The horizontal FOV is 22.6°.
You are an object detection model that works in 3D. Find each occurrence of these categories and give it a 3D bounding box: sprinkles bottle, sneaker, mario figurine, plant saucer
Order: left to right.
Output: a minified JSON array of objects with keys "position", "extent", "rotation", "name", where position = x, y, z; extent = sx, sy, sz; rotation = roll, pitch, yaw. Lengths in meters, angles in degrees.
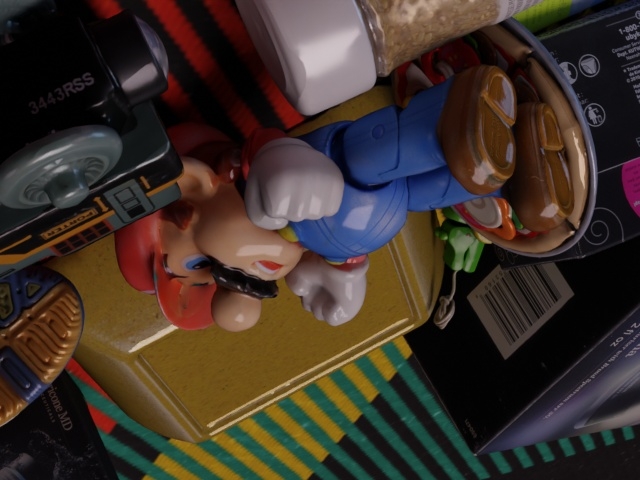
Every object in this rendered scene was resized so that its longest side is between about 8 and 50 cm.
[{"position":[-0.287,0.116,1.191],"extent":[0.296,0.112,0.131],"rotation":[-38,176,12],"name":"sneaker"},{"position":[-0.042,0.049,1.314],"extent":[0.332,0.081,0.333],"rotation":[-28,154,-2],"name":"plant saucer"},{"position":[0.000,0.000,1.046],"extent":[0.320,0.170,0.198],"rotation":[-14,121,34],"name":"mario figurine"},{"position":[0.120,-0.202,0.976],"extent":[0.355,0.121,0.121],"rotation":[-26,154,-7],"name":"sprinkles bottle"}]

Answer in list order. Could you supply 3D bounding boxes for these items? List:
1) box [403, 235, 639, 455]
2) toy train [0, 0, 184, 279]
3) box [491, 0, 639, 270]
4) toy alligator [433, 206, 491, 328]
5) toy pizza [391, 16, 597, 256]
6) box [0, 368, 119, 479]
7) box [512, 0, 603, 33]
[{"position":[0.284,0.041,1.515],"extent":[0.294,0.183,0.296],"rotation":[-3,144,-45],"name":"box"},{"position":[-0.233,-0.024,0.936],"extent":[0.334,0.142,0.190],"rotation":[-28,164,-2],"name":"toy train"},{"position":[0.239,-0.094,1.208],"extent":[0.247,0.163,0.142],"rotation":[-21,-179,-19],"name":"box"},{"position":[0.122,-0.016,1.351],"extent":[0.051,0.056,0.190],"rotation":[22,101,-20],"name":"toy alligator"},{"position":[0.109,-0.074,1.102],"extent":[0.032,0.201,0.201],"rotation":[-30,157,-27],"name":"toy pizza"},{"position":[-0.247,0.207,1.303],"extent":[0.158,0.156,0.093],"rotation":[-27,153,-6],"name":"box"},{"position":[0.172,-0.199,1.121],"extent":[0.178,0.042,0.109],"rotation":[-25,155,-9],"name":"box"}]
